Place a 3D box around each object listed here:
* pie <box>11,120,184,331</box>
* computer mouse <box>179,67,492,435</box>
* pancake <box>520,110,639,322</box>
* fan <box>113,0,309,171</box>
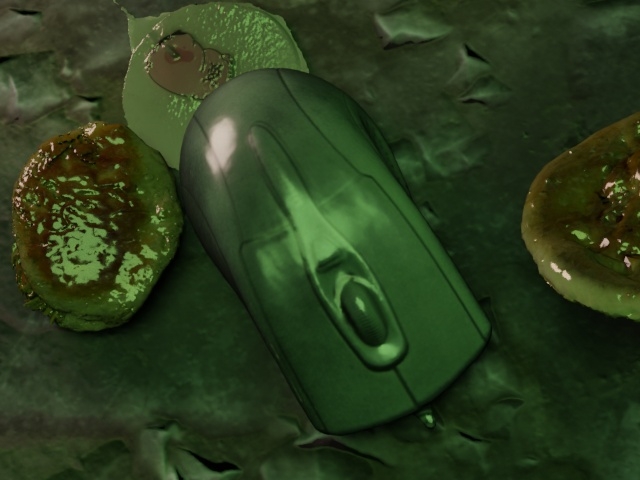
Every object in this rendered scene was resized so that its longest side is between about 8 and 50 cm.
[{"bbox_3d":[-0.203,-0.016,1.608,0.163,0.079,0.193,-12,71,5],"label":"pie"},{"bbox_3d":[0.000,0.000,1.536,0.188,0.122,0.371,-32,72,3],"label":"computer mouse"},{"bbox_3d":[0.295,-0.029,1.444,0.282,0.049,0.282,-13,40,11],"label":"pancake"},{"bbox_3d":[-0.150,-0.187,1.683,0.310,0.010,0.182,41,85,20],"label":"fan"}]
